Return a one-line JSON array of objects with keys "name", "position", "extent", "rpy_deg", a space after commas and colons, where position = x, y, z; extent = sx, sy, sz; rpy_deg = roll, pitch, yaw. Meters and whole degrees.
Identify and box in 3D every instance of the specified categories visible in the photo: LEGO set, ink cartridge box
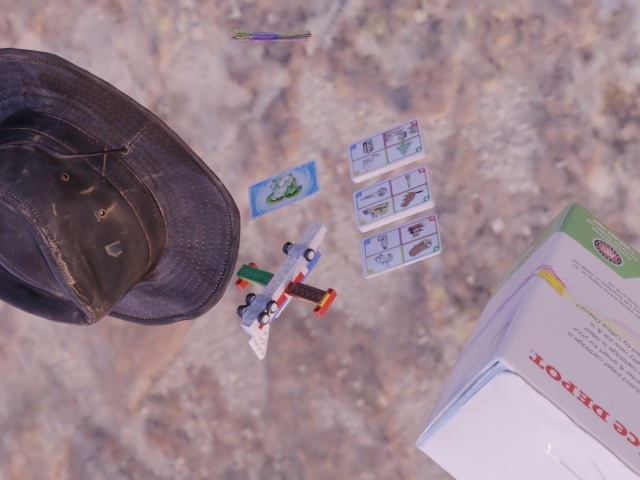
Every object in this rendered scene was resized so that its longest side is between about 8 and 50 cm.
[{"name": "LEGO set", "position": [0.000, 0.000, 1.579], "extent": [0.182, 0.244, 0.060], "rpy_deg": [-97, -20, -44]}, {"name": "ink cartridge box", "position": [0.217, 0.122, 1.337], "extent": [0.201, 0.278, 0.117], "rpy_deg": [40, 123, -2]}]

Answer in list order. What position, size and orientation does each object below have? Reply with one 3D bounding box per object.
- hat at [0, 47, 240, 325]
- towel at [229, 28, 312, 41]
[{"name": "hat", "position": [-0.244, -0.009, 1.544], "extent": [0.331, 0.134, 0.331], "rpy_deg": [12, 132, 14]}, {"name": "towel", "position": [-0.049, -0.210, 1.700], "extent": [0.060, 0.083, 0.009], "rpy_deg": [-86, -3, -78]}]
